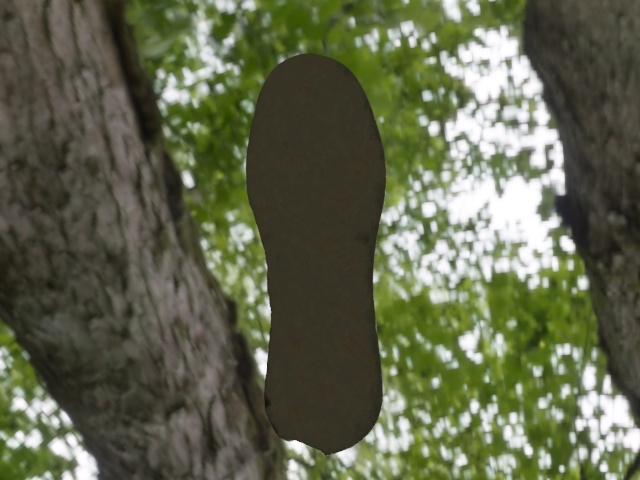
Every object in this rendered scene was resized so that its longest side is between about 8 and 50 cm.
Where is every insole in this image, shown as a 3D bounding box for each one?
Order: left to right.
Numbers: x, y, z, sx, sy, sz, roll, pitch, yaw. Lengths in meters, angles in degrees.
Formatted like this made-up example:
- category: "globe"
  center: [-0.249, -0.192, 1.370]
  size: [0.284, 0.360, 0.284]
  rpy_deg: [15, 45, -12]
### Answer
- category: "insole"
  center: [0.000, 0.000, 0.572]
  size: [0.065, 0.004, 0.197]
  rpy_deg: [-8, -114, 9]
